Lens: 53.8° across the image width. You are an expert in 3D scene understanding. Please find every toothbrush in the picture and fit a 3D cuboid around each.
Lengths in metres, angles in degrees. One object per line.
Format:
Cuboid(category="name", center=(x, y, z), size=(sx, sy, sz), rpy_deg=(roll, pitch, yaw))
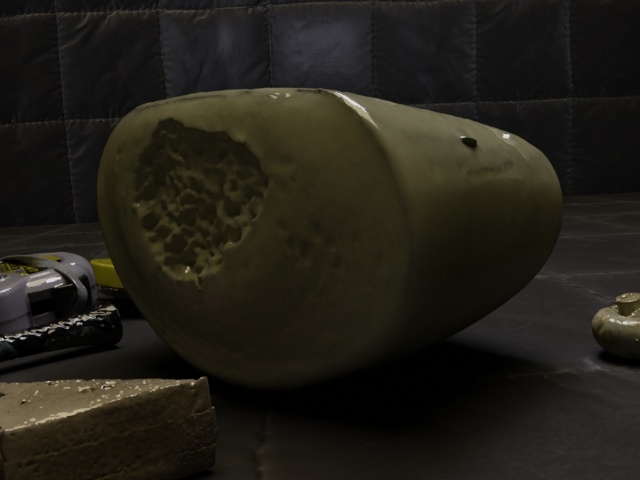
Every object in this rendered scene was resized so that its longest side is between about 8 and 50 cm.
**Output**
Cuboid(category="toothbrush", center=(-0.366, 0.094, 1.129), size=(0.342, 0.030, 0.025), rpy_deg=(2, 8, 36))

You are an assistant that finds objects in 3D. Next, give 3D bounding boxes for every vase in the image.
Cuboid(category="vase", center=(-0.336, 0.120, 0.787), size=(0.167, 0.059, 0.059), rpy_deg=(-10, 10, -44))

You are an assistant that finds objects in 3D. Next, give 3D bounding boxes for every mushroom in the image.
Cuboid(category="mushroom", center=(0.338, 0.093, 0.684), size=(0.083, 0.068, 0.083), rpy_deg=(-10, 9, 2))

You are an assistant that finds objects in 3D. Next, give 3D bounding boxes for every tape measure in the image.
Cuboid(category="tape measure", center=(-0.425, 0.078, 0.908), size=(0.197, 0.120, 0.236), rpy_deg=(-14, 16, -29))

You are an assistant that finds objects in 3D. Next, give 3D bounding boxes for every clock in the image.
Cuboid(category="clock", center=(-0.258, 0.049, 1.116), size=(0.277, 0.071, 0.293), rpy_deg=(4, 2, 25))

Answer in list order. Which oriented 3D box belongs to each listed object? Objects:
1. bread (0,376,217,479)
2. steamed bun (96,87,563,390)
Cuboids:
Cuboid(category="bread", center=(-0.167, 0.140, 0.471), size=(0.152, 0.077, 0.105), rpy_deg=(-6, 8, -32))
Cuboid(category="steamed bun", center=(0.000, 0.000, 0.718), size=(0.455, 0.290, 0.371), rpy_deg=(6, 5, 40))
